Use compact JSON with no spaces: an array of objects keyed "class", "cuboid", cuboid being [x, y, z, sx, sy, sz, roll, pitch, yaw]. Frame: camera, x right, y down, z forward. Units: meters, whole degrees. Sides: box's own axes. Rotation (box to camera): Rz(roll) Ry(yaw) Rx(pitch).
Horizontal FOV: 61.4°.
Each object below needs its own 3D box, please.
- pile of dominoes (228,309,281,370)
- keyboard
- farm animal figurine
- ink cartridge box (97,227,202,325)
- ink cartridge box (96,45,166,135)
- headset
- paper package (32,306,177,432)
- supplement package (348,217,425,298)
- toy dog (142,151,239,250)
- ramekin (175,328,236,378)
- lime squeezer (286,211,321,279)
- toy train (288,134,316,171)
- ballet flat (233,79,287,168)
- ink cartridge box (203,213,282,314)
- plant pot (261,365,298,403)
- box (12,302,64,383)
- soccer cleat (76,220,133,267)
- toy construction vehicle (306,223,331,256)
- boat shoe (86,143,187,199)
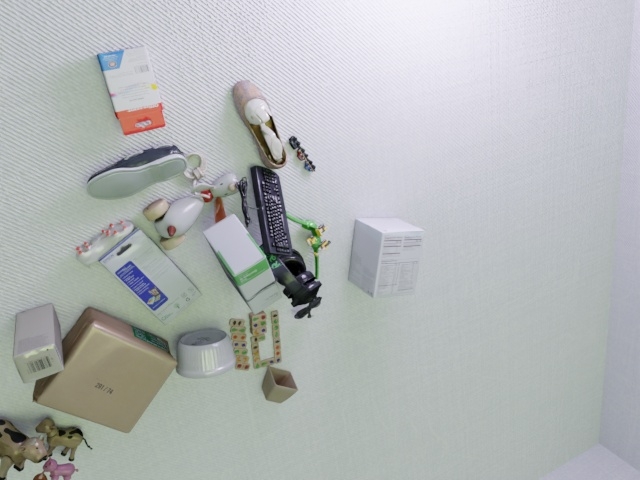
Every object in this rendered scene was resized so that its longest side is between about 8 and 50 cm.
[{"class":"pile of dominoes","cuboid":[-0.239,0.389,2.054,0.196,0.040,0.250,-12,112,-24]},{"class":"keyboard","cuboid":[-0.186,-0.104,1.782,0.202,0.033,0.316,6,65,-44]},{"class":"farm animal figurine","cuboid":[-0.922,0.652,1.694,0.327,0.330,0.172,24,99,-3]},{"class":"ink cartridge box","cuboid":[-0.557,0.115,1.776,0.165,0.065,0.332,-40,123,-9]},{"class":"ink cartridge box","cuboid":[-0.548,-0.436,1.574,0.134,0.078,0.230,-18,115,-20]},{"class":"headset","cuboid":[-0.109,0.155,1.936,0.185,0.243,0.394,-41,139,3]},{"class":"paper package","cuboid":[-0.692,0.420,1.756,0.325,0.168,0.309,36,90,-32]},{"class":"supplement package","cuboid":[0.252,0.062,2.097,0.198,0.199,0.262,-3,109,-27]},{"class":"toy dog","cuboid":[-0.403,-0.103,1.720,0.220,0.161,0.333,39,88,-33]},{"class":"ramekin","cuboid":[-0.402,0.387,1.878,0.207,0.207,0.108,-8,102,-25]},{"class":"lime squeezer","cuboid":[-0.037,-0.004,1.989,0.310,0.059,0.109,66,31,-31]},{"class":"toy train","cuboid":[-0.065,-0.301,1.904,0.036,0.027,0.158,-39,121,-6]},{"class":"ballet flat","cuboid":[-0.184,-0.375,1.769,0.108,0.106,0.315,-33,119,-13]},{"class":"ink cartridge box","cuboid":[-0.250,0.086,1.776,0.122,0.211,0.289,-33,149,-13]},{"class":"plant pot","cuboid":[-0.170,0.577,2.125,0.109,0.109,0.096,23,108,-32]},{"class":"box","cuboid":[-0.823,0.292,1.576,0.113,0.275,0.094,-17,115,-20]},{"class":"soccer cleat","cuboid":[-0.666,0.010,1.686,0.196,0.068,0.076,-34,134,-11]},{"class":"toy construction vehicle","cuboid":[0.000,0.000,1.973,0.098,0.035,0.085,-41,124,-24]},{"class":"boat shoe","cuboid":[-0.563,-0.212,1.644,0.303,0.091,0.114,-18,143,-22]}]
